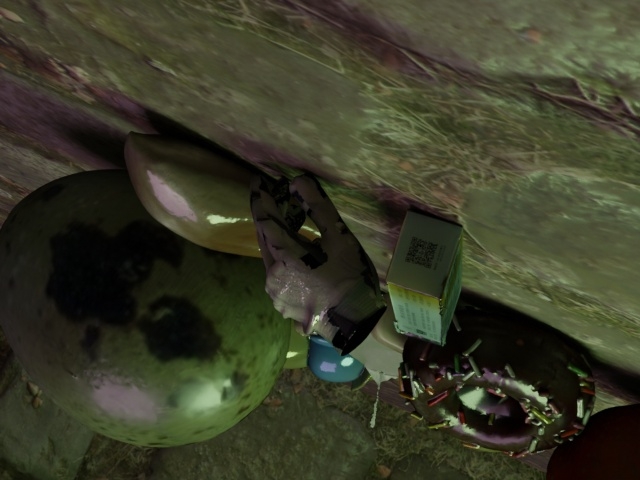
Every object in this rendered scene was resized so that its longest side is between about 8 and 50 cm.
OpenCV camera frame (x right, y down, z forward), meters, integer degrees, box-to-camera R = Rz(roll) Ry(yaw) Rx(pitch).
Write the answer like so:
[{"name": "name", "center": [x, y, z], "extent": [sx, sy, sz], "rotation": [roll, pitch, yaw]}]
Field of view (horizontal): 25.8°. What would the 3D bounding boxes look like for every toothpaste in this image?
[{"name": "toothpaste", "center": [0.121, 0.049, 1.553], "extent": [0.071, 0.089, 0.313], "rotation": [15, 169, 9]}]

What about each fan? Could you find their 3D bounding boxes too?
[{"name": "fan", "center": [0.097, 0.190, 2.123], "extent": [0.182, 0.010, 0.310], "rotation": [17, 136, 7]}]

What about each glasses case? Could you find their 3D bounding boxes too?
[{"name": "glasses case", "center": [0.164, 0.136, 1.931], "extent": [0.196, 0.083, 0.050], "rotation": [27, 171, -9]}]

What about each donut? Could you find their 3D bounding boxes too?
[{"name": "donut", "center": [0.224, 0.190, 1.809], "extent": [0.270, 0.103, 0.269], "rotation": [15, 146, 11]}]

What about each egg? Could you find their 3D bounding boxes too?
[{"name": "egg", "center": [-0.239, 0.078, 1.835], "extent": [0.428, 0.345, 0.345], "rotation": [37, 176, 23]}]

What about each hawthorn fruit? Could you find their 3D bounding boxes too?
[{"name": "hawthorn fruit", "center": [0.426, 0.350, 1.824], "extent": [0.275, 0.299, 0.275], "rotation": [14, 137, 14]}]

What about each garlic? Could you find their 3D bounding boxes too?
[{"name": "garlic", "center": [-0.107, -0.042, 1.622], "extent": [0.318, 0.112, 0.143], "rotation": [17, 173, -33]}]

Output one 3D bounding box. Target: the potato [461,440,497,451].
[{"name": "potato", "center": [0.250, 0.247, 2.157], "extent": [0.154, 0.137, 0.200], "rotation": [12, 163, 48]}]

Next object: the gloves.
[{"name": "gloves", "center": [-0.019, 0.017, 1.500], "extent": [0.212, 0.111, 0.127], "rotation": [45, 163, 15]}]

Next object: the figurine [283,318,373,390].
[{"name": "figurine", "center": [0.004, 0.153, 2.204], "extent": [0.262, 0.154, 0.180], "rotation": [14, 146, -20]}]
